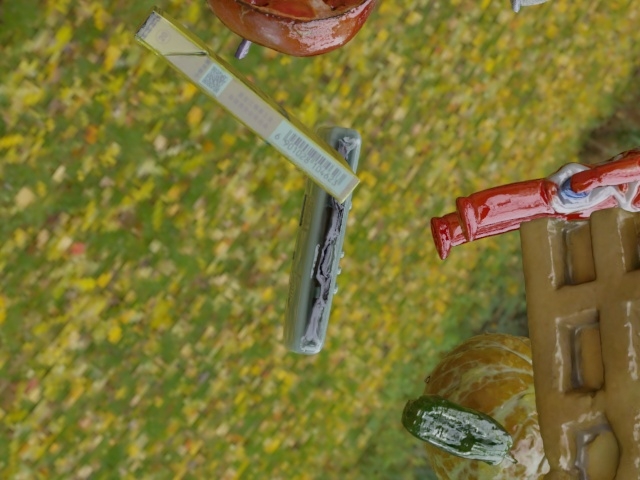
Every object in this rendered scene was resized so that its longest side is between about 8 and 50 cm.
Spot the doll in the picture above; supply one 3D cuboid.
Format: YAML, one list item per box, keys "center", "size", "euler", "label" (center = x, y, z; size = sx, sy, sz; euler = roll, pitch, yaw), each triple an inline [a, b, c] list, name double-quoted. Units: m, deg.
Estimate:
- center: [0.320, -0.060, 1.481]
  size: [0.383, 0.099, 0.188]
  euler: [-17, 174, -8]
  label: "doll"

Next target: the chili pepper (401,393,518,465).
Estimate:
- center: [0.211, 0.268, 1.789]
  size: [0.072, 0.204, 0.073]
  euler: [-60, -160, 20]
  label: "chili pepper"

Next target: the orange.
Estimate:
- center: [0.304, 0.298, 2.033]
  size: [0.249, 0.329, 0.329]
  euler: [-54, 163, 21]
  label: "orange"

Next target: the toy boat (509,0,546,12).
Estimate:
- center: [0.460, -0.603, 2.419]
  size: [0.276, 0.111, 0.294]
  euler: [-15, 118, -10]
  label: "toy boat"

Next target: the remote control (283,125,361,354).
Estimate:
- center: [0.000, 0.000, 1.679]
  size: [0.140, 0.056, 0.296]
  euler: [-146, -115, -82]
  label: "remote control"

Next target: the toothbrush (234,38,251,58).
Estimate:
- center: [-0.065, -0.406, 2.066]
  size: [0.024, 0.029, 0.354]
  euler: [-50, 177, -42]
  label: "toothbrush"

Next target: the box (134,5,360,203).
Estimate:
- center: [-0.081, -0.149, 1.403]
  size: [0.041, 0.279, 0.153]
  euler: [-50, -166, 6]
  label: "box"

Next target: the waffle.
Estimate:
- center: [0.330, 0.102, 1.099]
  size: [0.077, 0.348, 0.304]
  euler: [14, 67, -46]
  label: "waffle"

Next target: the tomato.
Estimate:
- center: [-0.022, -0.207, 1.115]
  size: [0.155, 0.155, 0.069]
  euler: [-42, 151, -35]
  label: "tomato"
